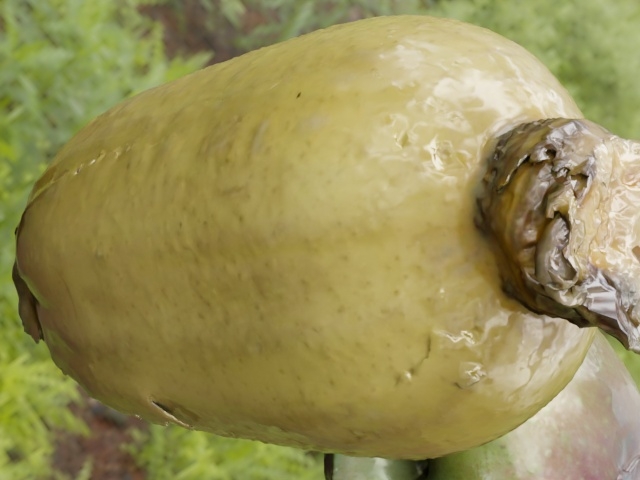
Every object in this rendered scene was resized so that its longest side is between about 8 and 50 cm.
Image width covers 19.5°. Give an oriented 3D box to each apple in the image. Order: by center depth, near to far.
[{"bbox_3d":[0.103,0.118,1.047,0.188,0.174,0.207,14,38,-44],"label":"apple"}]

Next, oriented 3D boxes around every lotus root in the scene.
[{"bbox_3d":[0.002,0.002,0.645,0.131,0.303,0.146,-28,105,-41],"label":"lotus root"}]
